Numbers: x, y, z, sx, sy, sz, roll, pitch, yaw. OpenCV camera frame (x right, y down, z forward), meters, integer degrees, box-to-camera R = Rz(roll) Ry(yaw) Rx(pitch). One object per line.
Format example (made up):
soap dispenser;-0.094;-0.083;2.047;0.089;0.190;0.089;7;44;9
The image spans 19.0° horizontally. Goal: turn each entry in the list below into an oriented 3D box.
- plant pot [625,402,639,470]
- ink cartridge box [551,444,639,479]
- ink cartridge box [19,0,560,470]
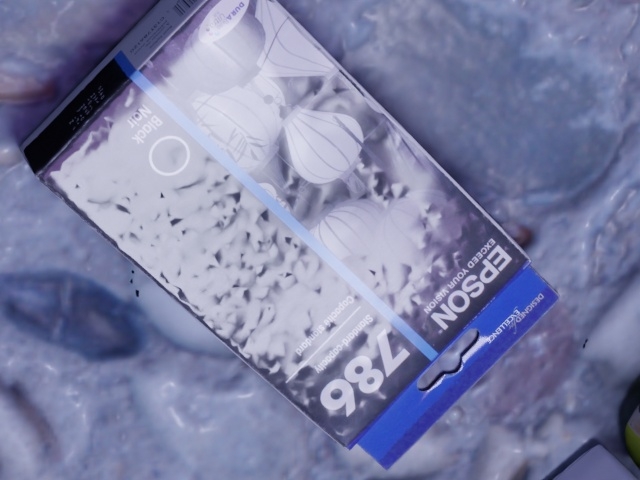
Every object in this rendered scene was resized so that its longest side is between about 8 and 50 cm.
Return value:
plant pot;0.335;0.130;1.197;0.207;0.228;0.227;33;97;-20
ink cartridge box;0.277;0.356;1.221;0.166;0.285;0.395;-42;117;0
ink cartridge box;0.000;0.000;1.123;0.165;0.065;0.333;-47;117;2
